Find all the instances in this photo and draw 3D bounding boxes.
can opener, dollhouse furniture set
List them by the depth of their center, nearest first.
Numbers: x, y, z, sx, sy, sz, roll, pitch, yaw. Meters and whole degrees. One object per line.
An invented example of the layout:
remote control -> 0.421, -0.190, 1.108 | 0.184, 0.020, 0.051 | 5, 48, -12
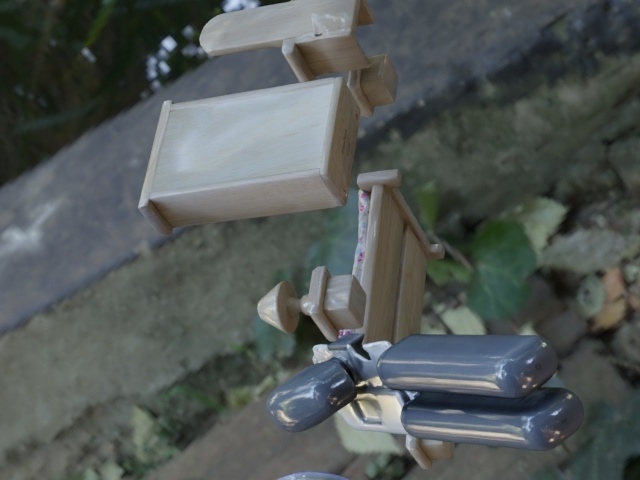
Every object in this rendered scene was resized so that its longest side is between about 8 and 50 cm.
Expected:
can opener -> 0.055, 0.111, 1.006 | 0.095, 0.076, 0.283 | -32, 11, -25
dollhouse furniture set -> 0.000, 0.000, 1.375 | 0.174, 0.355, 0.303 | -6, 54, 22

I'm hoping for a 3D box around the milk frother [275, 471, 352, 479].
milk frother -> -0.046, 0.166, 0.707 | 0.129, 0.143, 0.135 | -22, 22, 28
